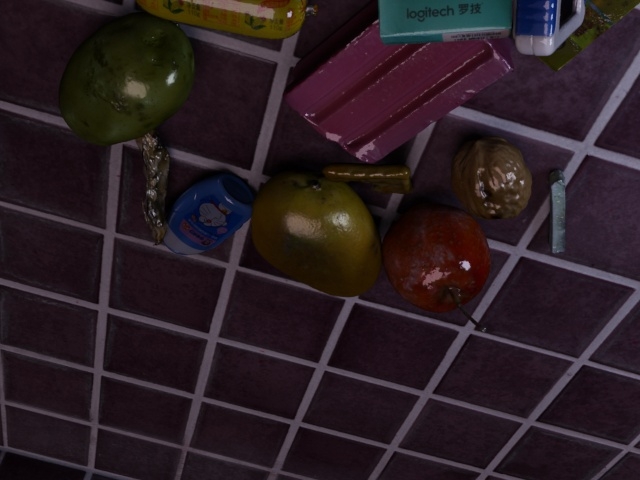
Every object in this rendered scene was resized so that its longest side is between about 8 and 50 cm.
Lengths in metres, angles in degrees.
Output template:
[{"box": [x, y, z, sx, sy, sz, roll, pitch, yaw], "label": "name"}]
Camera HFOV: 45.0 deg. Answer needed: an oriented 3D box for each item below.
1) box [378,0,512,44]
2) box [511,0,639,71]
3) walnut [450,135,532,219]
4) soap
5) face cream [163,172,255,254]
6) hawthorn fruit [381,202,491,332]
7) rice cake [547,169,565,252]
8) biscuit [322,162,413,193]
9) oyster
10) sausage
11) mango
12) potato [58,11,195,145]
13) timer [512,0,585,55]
[{"box": [0.184, -0.458, 1.157, 0.205, 0.118, 0.311, -1, 99, 9], "label": "box"}, {"box": [0.440, -0.394, 1.333, 0.121, 0.030, 0.193, 33, 129, -20], "label": "box"}, {"box": [0.337, -0.127, 1.532, 0.155, 0.155, 0.184, -14, 135, 22], "label": "walnut"}, {"box": [0.137, -0.310, 1.402, 0.359, 0.128, 0.233, -32, 120, 33], "label": "soap"}, {"box": [-0.268, -0.050, 1.758, 0.149, 0.083, 0.264, 39, 129, -19], "label": "face cream"}, {"box": [0.246, 0.035, 1.641, 0.235, 0.263, 0.231, 19, 90, -1], "label": "hawthorn fruit"}, {"box": [0.500, -0.060, 1.634, 0.034, 0.043, 0.211, -7, 132, 10], "label": "rice cake"}, {"box": [0.106, -0.126, 1.588, 0.174, 0.039, 0.183, 0, 172, 13], "label": "biscuit"}, {"box": [-0.361, -0.135, 1.666, 0.078, 0.129, 0.345, -5, 127, -11], "label": "oyster"}, {"box": [-0.175, -0.430, 1.347, 0.347, 0.123, 0.123, 11, 134, 1], "label": "sausage"}, {"box": [0.000, 0.000, 1.686, 0.253, 0.182, 0.365, -19, 127, 25], "label": "mango"}, {"box": [-0.368, -0.298, 1.448, 0.304, 0.216, 0.216, -17, 128, 29], "label": "potato"}, {"box": [0.350, -0.393, 1.178, 0.078, 0.253, 0.178, 10, 119, 25], "label": "timer"}]
